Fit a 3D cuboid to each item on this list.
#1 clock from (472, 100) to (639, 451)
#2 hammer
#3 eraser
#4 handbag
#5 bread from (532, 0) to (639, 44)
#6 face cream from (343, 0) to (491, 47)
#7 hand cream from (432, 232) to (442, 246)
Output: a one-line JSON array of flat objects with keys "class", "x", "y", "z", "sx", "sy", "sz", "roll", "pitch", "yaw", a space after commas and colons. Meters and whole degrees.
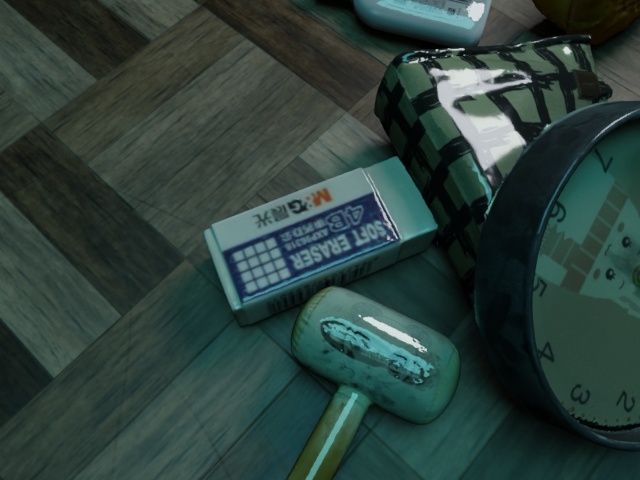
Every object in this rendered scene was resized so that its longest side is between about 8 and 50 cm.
[{"class": "clock", "x": 0.347, "y": 0.037, "z": 0.628, "sx": 0.385, "sy": 0.076, "sz": 0.387, "roll": -3, "pitch": 97, "yaw": -20}, {"class": "hammer", "x": 0.019, "y": 0.214, "z": 0.651, "sx": 0.201, "sy": 0.113, "sz": 0.306, "roll": 24, "pitch": 73, "yaw": 14}, {"class": "eraser", "x": 0.000, "y": 0.000, "z": 0.756, "sx": 0.278, "sy": 0.081, "sz": 0.124, "roll": -22, "pitch": 66, "yaw": -9}, {"class": "handbag", "x": 0.280, "y": -0.114, "z": 0.768, "sx": 0.326, "sy": 0.163, "sz": 0.326, "roll": -17, "pitch": 68, "yaw": -14}, {"class": "bread", "x": 0.446, "y": -0.426, "z": 0.869, "sx": 0.268, "sy": 0.268, "sz": 0.146, "roll": -32, "pitch": 57, "yaw": -14}, {"class": "face cream", "x": 0.130, "y": -0.398, "z": 0.945, "sx": 0.291, "sy": 0.071, "sz": 0.144, "roll": 15, "pitch": 66, "yaw": 6}, {"class": "hand cream", "x": 0.160, "y": -0.032, "z": 0.809, "sx": 0.030, "sy": 0.019, "sz": 0.093, "roll": 2, "pitch": 58, "yaw": 3}]
